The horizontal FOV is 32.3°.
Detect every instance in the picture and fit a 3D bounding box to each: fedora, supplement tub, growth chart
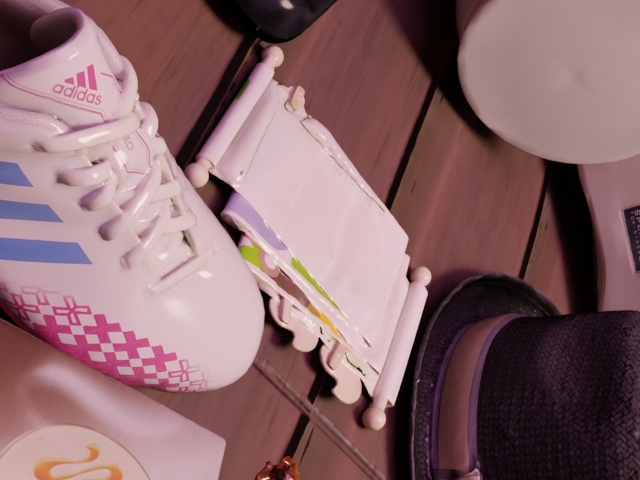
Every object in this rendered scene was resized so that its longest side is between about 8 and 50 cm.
[{"bbox_3d":[0.207,0.172,0.826,0.334,0.152,0.334,23,58,-43],"label":"fedora"},{"bbox_3d":[0.248,-0.243,0.989,0.228,0.228,0.316,47,44,-26],"label":"supplement tub"},{"bbox_3d":[0.000,0.000,0.760,0.237,0.021,0.172,54,42,-20],"label":"growth chart"}]

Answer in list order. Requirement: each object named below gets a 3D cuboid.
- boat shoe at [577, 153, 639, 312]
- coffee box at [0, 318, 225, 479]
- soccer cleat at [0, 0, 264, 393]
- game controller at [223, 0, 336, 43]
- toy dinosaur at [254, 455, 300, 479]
[{"bbox_3d":[0.328,0.047,1.050,0.158,0.127,0.340,18,67,-58],"label":"boat shoe"},{"bbox_3d":[-0.170,0.105,0.452,0.246,0.098,0.141,37,49,-35],"label":"coffee box"},{"bbox_3d":[-0.121,-0.030,0.532,0.331,0.143,0.116,41,47,-32],"label":"soccer cleat"},{"bbox_3d":[-0.008,-0.274,0.842,0.319,0.067,0.166,-52,124,-46],"label":"game controller"},{"bbox_3d":[-0.012,0.287,0.557,0.218,0.164,0.322,8,53,-63],"label":"toy dinosaur"}]
